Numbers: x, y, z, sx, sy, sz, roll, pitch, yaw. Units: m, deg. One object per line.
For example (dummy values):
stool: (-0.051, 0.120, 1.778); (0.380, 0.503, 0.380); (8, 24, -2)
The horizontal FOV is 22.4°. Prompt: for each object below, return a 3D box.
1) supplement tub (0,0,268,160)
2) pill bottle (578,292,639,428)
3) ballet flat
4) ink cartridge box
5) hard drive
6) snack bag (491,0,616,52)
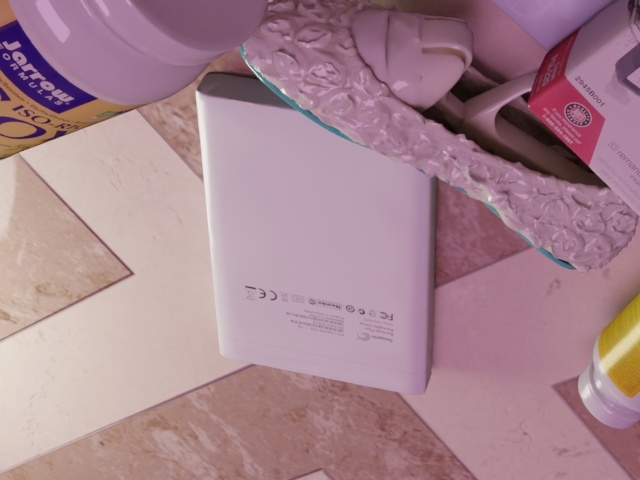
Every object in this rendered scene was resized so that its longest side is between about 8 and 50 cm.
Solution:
supplement tub: (-0.231, -0.213, 1.390); (0.331, 0.241, 0.241); (-15, 122, 39)
pill bottle: (0.327, 0.103, 1.556); (0.103, 0.103, 0.184); (31, 134, -6)
ballet flat: (0.130, -0.121, 1.422); (0.409, 0.147, 0.147); (30, 134, -17)
ink cartridge box: (0.302, -0.136, 1.313); (0.158, 0.092, 0.218); (42, 129, -12)
hard drive: (0.000, 0.000, 1.637); (0.233, 0.047, 0.353); (10, 133, 14)
snack bag: (0.309, -0.226, 1.324); (0.342, 0.037, 0.323); (38, 132, -9)
